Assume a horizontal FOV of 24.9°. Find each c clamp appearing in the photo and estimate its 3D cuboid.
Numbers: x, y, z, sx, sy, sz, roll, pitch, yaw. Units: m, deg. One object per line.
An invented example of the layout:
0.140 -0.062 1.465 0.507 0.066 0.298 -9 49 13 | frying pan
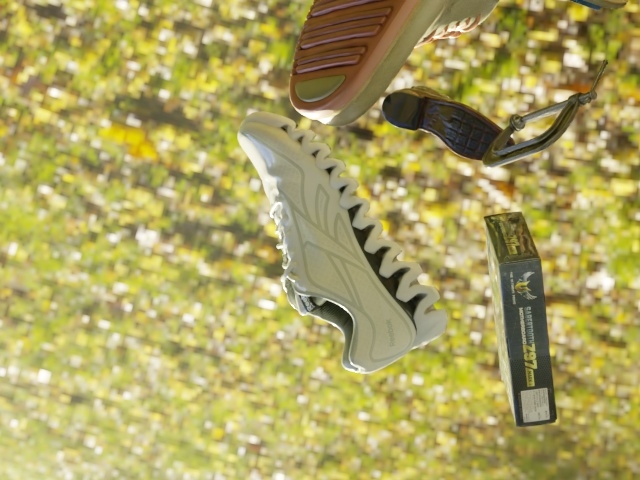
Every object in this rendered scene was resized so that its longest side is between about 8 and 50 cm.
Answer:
0.263 -0.140 1.719 0.022 0.137 0.160 46 141 -20 | c clamp

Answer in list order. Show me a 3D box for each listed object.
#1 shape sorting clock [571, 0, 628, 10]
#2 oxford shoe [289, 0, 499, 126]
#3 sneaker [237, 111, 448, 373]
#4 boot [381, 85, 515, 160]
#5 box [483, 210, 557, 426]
0.151 -0.240 1.120 0.206 0.206 0.040 24 111 -24 | shape sorting clock
0.110 -0.239 1.396 0.140 0.397 0.146 3 141 46 | oxford shoe
0.000 0.000 1.435 0.292 0.118 0.110 53 168 6 | sneaker
0.214 -0.193 2.268 0.219 0.106 0.082 24 118 13 | boot
0.260 0.100 1.894 0.059 0.183 0.233 -7 109 2 | box
